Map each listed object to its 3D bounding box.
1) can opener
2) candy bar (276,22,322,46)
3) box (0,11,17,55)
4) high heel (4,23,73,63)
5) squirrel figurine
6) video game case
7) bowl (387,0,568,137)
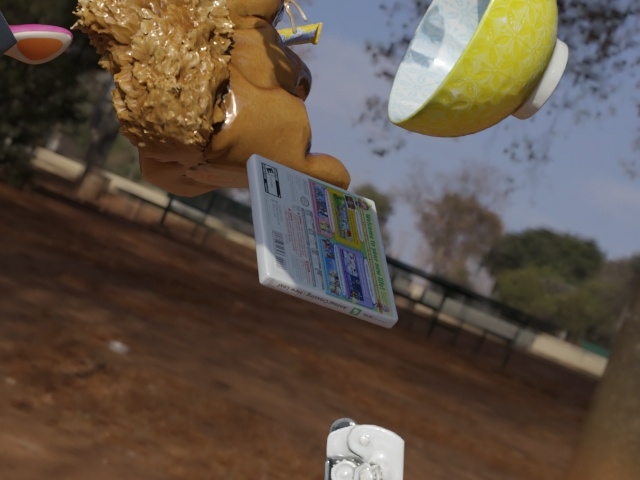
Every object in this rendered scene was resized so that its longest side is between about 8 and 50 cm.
[{"bbox_3d":[0.040,0.309,1.290,0.074,0.280,0.093,1,-8,6],"label":"can opener"},{"bbox_3d":[-0.042,-0.347,2.330,0.018,0.040,0.161,27,24,21],"label":"candy bar"},{"bbox_3d":[-0.704,-0.344,2.027,0.395,0.293,0.212,32,-22,36],"label":"box"},{"bbox_3d":[-0.549,-0.371,2.443,0.244,0.117,0.082,-11,-42,20],"label":"high heel"},{"bbox_3d":[-0.148,-0.275,1.885,0.281,0.370,0.397,-2,-12,30],"label":"squirrel figurine"},{"bbox_3d":[0.000,0.000,1.716,0.193,0.023,0.212,20,39,-28],"label":"video game case"},{"bbox_3d":[0.227,-0.244,1.779,0.156,0.289,0.289,27,-4,-13],"label":"bowl"}]
